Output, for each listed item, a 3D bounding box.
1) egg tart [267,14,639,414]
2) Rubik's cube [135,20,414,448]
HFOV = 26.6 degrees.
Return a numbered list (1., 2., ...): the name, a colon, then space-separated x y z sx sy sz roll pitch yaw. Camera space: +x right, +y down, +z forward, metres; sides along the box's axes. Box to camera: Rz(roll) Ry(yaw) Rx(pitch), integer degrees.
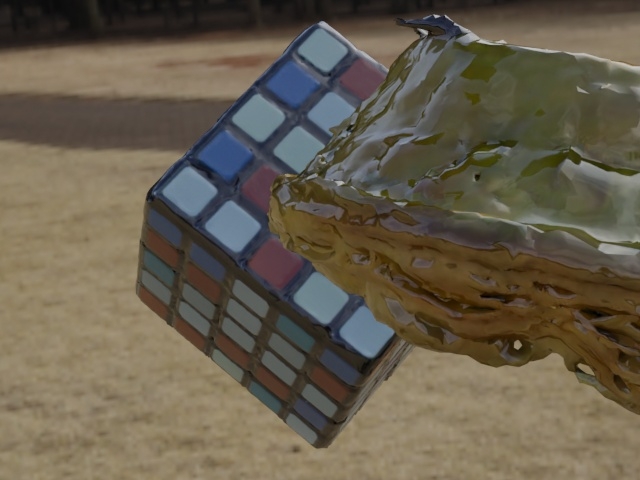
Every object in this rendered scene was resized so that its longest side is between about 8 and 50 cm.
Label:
1. egg tart: 0.085 -0.010 0.408 0.213 0.090 0.212 15 6 -1
2. Rubik's cube: 0.000 0.000 0.915 0.182 0.184 0.187 -47 -11 -24
